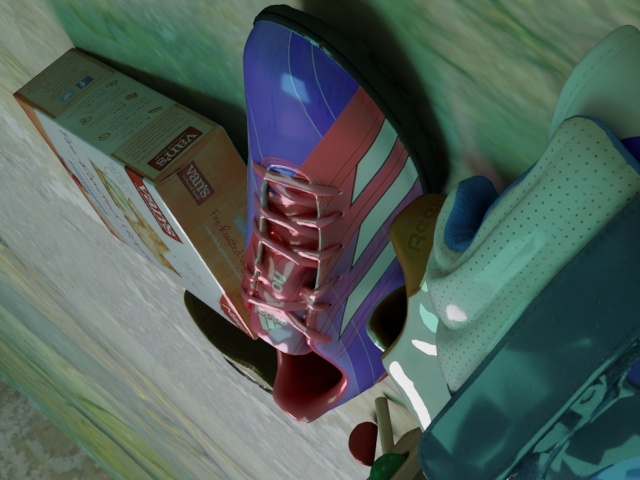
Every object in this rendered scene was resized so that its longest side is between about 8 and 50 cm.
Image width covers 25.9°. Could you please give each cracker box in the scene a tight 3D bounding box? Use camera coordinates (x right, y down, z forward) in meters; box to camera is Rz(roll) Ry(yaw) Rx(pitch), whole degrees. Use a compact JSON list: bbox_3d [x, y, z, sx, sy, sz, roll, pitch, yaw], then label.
[{"bbox_3d":[-0.118,-0.039,1.018,0.232,0.067,0.156,29,156,50],"label":"cracker box"}]

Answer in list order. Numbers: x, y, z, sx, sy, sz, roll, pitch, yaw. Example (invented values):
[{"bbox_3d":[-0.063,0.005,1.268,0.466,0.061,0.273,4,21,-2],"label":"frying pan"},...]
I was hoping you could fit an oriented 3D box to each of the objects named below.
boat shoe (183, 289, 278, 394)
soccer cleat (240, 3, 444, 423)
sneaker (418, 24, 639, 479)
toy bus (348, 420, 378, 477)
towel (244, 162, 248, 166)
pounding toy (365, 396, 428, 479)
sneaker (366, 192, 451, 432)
[{"bbox_3d":[-0.064,0.095,1.234,0.152,0.056,0.049,45,157,1],"label":"boat shoe"},{"bbox_3d":[0.000,0.000,0.793,0.108,0.116,0.318,35,160,27],"label":"soccer cleat"},{"bbox_3d":[0.169,0.026,0.473,0.322,0.130,0.236,-21,92,46],"label":"sneaker"},{"bbox_3d":[0.077,0.267,1.212,0.104,0.202,0.191,4,138,17],"label":"toy bus"},{"bbox_3d":[-0.042,-0.034,0.983,0.083,0.009,0.060,18,149,55],"label":"towel"},{"bbox_3d":[0.077,0.202,1.074,0.141,0.130,0.100,46,150,-3],"label":"pounding toy"},{"bbox_3d":[0.094,0.081,0.791,0.123,0.106,0.290,27,144,31],"label":"sneaker"}]
